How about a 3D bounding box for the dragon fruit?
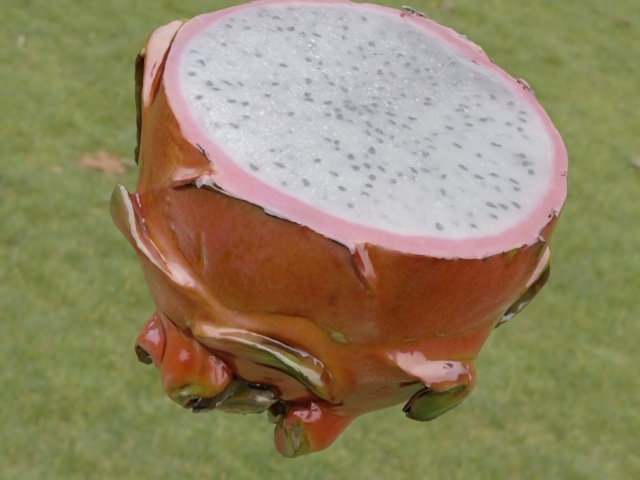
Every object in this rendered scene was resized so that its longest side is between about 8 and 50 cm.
[{"bbox_3d":[0.000,0.000,1.097,0.305,0.225,0.305,11,37,-8],"label":"dragon fruit"}]
